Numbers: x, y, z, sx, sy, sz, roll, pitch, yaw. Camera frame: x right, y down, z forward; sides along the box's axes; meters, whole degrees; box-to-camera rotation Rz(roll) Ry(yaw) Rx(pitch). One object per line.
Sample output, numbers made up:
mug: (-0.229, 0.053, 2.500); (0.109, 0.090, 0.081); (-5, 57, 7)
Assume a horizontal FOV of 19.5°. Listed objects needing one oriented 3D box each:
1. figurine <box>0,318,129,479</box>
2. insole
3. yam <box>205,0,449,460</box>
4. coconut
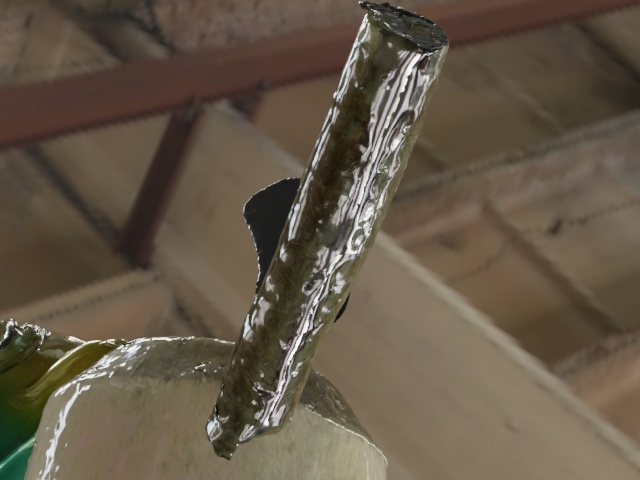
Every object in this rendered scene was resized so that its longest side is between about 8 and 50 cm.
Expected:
figurine: (-0.292, 0.211, 1.589); (0.231, 0.323, 0.340); (48, -134, 1)
insole: (-0.012, 0.006, 0.800); (0.135, 0.045, 0.002); (-112, -4, -60)
yam: (0.000, 0.000, 0.498); (0.027, 0.129, 0.033); (15, -157, -18)
coconut: (-0.070, 0.176, 1.017); (0.224, 0.224, 0.234); (22, -111, -8)
